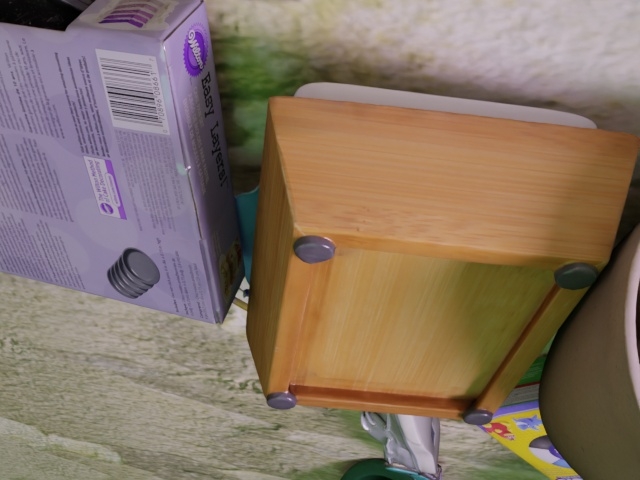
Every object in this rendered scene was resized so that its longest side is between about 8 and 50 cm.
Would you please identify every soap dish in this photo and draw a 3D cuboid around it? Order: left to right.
[{"bbox_3d":[0.063,0.029,0.567,0.229,0.118,0.290,6,144,-4],"label":"soap dish"}]

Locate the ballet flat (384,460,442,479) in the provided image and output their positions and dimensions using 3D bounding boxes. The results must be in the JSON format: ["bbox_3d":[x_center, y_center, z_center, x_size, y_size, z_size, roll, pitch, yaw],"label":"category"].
[{"bbox_3d":[0.118,0.282,0.990,0.041,0.041,0.114,-13,147,36],"label":"ballet flat"}]

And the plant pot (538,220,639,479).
[{"bbox_3d":[0.267,0.103,0.543,0.257,0.256,0.274,18,161,-1],"label":"plant pot"}]

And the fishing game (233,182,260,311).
[{"bbox_3d":[0.000,0.000,0.666,0.189,0.041,0.264,30,138,-30],"label":"fishing game"}]

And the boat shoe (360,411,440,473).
[{"bbox_3d":[0.083,0.200,0.862,0.081,0.079,0.227,0,145,16],"label":"boat shoe"}]

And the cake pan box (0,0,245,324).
[{"bbox_3d":[-0.190,-0.068,0.583,0.246,0.070,0.266,9,134,15],"label":"cake pan box"}]

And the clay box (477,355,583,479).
[{"bbox_3d":[0.266,0.199,0.806,0.222,0.053,0.127,38,138,-26],"label":"clay box"}]

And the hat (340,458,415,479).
[{"bbox_3d":[0.132,0.387,1.119,0.209,0.172,0.184,10,-177,43],"label":"hat"}]
